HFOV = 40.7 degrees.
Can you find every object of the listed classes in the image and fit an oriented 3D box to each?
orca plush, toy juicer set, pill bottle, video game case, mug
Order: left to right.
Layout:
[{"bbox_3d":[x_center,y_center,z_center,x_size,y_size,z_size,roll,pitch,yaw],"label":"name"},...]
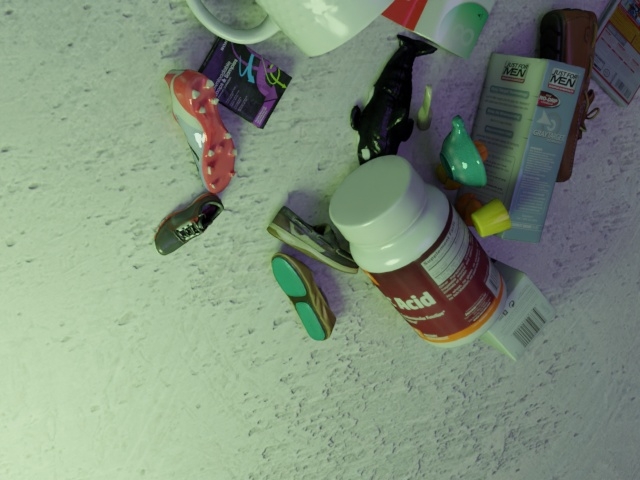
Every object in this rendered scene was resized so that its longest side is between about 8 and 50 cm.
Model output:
[{"bbox_3d":[-0.069,-0.495,1.462,0.374,0.276,0.328,-38,115,17],"label":"mug"},{"bbox_3d":[0.163,-0.264,1.734,0.151,0.102,0.287,31,89,-32],"label":"orca plush"},{"bbox_3d":[0.200,0.025,1.763,0.224,0.224,0.392,-47,124,-8],"label":"pill bottle"},{"bbox_3d":[0.287,-0.171,1.765,0.090,0.209,0.328,-26,98,-3],"label":"toy juicer set"},{"bbox_3d":[0.731,-0.484,2.022,0.204,0.025,0.285,33,88,-32],"label":"video game case"}]

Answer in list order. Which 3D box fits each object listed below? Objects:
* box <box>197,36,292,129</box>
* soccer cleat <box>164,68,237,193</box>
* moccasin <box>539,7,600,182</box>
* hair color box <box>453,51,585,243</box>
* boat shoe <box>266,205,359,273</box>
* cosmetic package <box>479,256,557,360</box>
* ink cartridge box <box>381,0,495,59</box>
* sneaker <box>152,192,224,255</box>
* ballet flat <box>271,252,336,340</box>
[{"bbox_3d":[-0.145,-0.295,1.600,0.162,0.029,0.116,29,90,-30],"label":"box"},{"bbox_3d":[-0.218,-0.199,1.570,0.083,0.095,0.248,-39,138,-30],"label":"soccer cleat"},{"bbox_3d":[0.551,-0.318,1.921,0.147,0.139,0.379,-1,97,-19],"label":"moccasin"},{"bbox_3d":[0.416,-0.200,1.843,0.114,0.185,0.374,6,102,-29],"label":"hair color box"},{"bbox_3d":[-0.001,-0.001,1.740,0.224,0.080,0.073,26,97,-28],"label":"boat shoe"},{"bbox_3d":[0.393,0.143,1.937,0.151,0.184,0.151,-50,123,-7],"label":"cosmetic package"},{"bbox_3d":[0.244,-0.491,1.731,0.225,0.056,0.181,19,101,-34],"label":"ink cartridge box"},{"bbox_3d":[-0.244,-0.029,1.606,0.158,0.065,0.061,-45,121,-10],"label":"sneaker"},{"bbox_3d":[-0.032,0.102,1.771,0.073,0.080,0.232,-51,129,-39],"label":"ballet flat"}]
